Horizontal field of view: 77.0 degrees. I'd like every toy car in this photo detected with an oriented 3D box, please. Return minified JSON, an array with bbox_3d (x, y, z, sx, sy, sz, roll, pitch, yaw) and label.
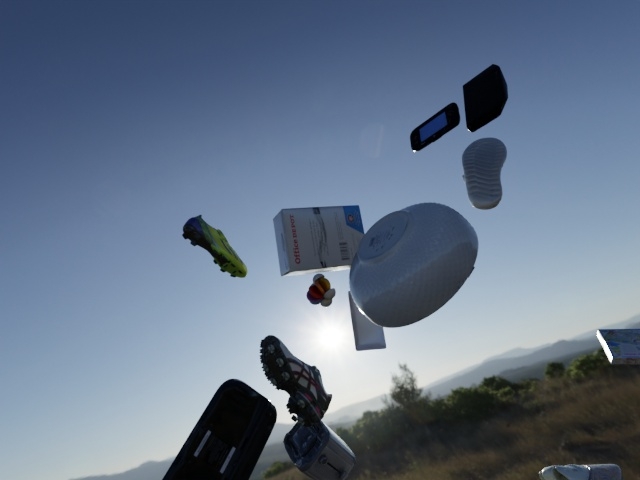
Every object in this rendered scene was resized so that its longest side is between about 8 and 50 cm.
[{"bbox_3d":[-0.012,0.286,2.212,0.136,0.159,0.182,-22,-32,-32],"label":"toy car"}]

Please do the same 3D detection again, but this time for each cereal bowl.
[{"bbox_3d":[0.193,0.032,0.970,0.339,0.339,0.141,-33,-65,31],"label":"cereal bowl"}]

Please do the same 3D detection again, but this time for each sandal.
[{"bbox_3d":[0.647,-0.265,1.619,0.169,0.416,0.102,9,-38,19],"label":"sandal"}]

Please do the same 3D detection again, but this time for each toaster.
[{"bbox_3d":[-0.005,0.587,1.129,0.129,0.146,0.227,-49,16,-17],"label":"toaster"}]

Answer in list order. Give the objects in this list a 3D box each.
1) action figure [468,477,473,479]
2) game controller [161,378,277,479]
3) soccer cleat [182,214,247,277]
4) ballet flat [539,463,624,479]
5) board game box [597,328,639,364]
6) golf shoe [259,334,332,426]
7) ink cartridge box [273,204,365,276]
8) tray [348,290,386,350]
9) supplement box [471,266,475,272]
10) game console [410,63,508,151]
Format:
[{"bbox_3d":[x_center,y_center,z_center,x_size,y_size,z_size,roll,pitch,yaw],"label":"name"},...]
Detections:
[{"bbox_3d":[0.538,1.028,1.561,0.280,0.139,0.091,2,-58,-19],"label":"action figure"},{"bbox_3d":[-0.219,0.471,0.878,0.067,0.166,0.319,-44,12,50],"label":"game controller"},{"bbox_3d":[-0.365,0.018,1.462,0.093,0.289,0.121,-41,11,43],"label":"soccer cleat"},{"bbox_3d":[0.429,0.472,0.711,0.316,0.106,0.107,-26,-28,-34],"label":"ballet flat"},{"bbox_3d":[0.841,0.280,1.067,0.154,0.103,0.026,-4,-58,16],"label":"board game box"},{"bbox_3d":[-0.071,0.375,1.123,0.105,0.273,0.120,-32,-2,39],"label":"golf shoe"},{"bbox_3d":[0.000,0.000,1.461,0.307,0.223,0.129,-5,-12,-23],"label":"ink cartridge box"},{"bbox_3d":[0.205,0.357,1.810,0.145,0.270,0.030,-1,-23,-13],"label":"tray"},{"bbox_3d":[0.572,0.106,1.630,0.043,0.083,0.055,2,-58,-37],"label":"supplement box"},{"bbox_3d":[0.443,-0.408,1.332,0.044,0.213,0.361,31,-40,-27],"label":"game console"}]
